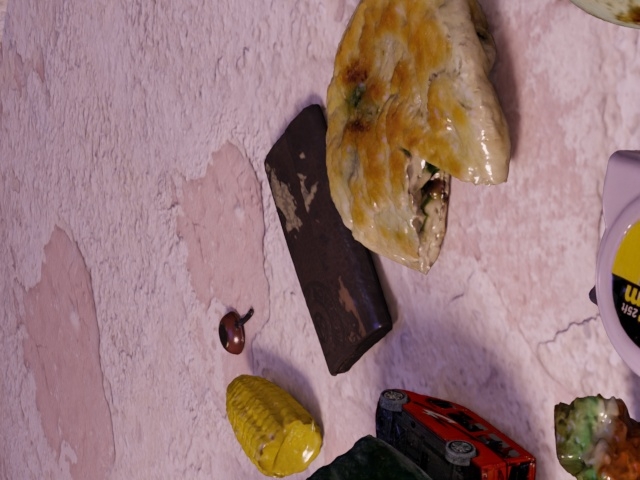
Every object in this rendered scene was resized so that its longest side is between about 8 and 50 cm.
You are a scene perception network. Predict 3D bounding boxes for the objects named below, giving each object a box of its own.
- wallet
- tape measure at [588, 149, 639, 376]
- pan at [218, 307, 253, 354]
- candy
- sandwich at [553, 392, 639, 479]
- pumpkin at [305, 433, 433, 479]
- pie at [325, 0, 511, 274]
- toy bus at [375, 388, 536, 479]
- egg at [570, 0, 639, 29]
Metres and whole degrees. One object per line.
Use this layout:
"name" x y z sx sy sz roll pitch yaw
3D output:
"wallet" 0.000 0.000 1.423 0.170 0.044 0.321 -52 51 54
"tape measure" 0.294 0.029 0.852 0.196 0.105 0.178 37 120 51
"pan" -0.131 0.133 1.708 0.115 0.023 0.068 -53 50 52
"candy" -0.078 0.249 1.570 0.106 0.094 0.199 -54 32 3
"sandwich" 0.282 0.178 0.887 0.160 0.185 0.109 -20 63 25
"pumpkin" 0.054 0.360 1.141 0.263 0.197 0.293 41 157 46
"pie" 0.089 -0.137 1.201 0.337 0.075 0.337 20 114 59
"toy bus" 0.134 0.220 1.182 0.195 0.089 0.081 31 123 54
"egg" 0.236 -0.244 0.823 0.231 0.169 0.169 -127 39 -63
